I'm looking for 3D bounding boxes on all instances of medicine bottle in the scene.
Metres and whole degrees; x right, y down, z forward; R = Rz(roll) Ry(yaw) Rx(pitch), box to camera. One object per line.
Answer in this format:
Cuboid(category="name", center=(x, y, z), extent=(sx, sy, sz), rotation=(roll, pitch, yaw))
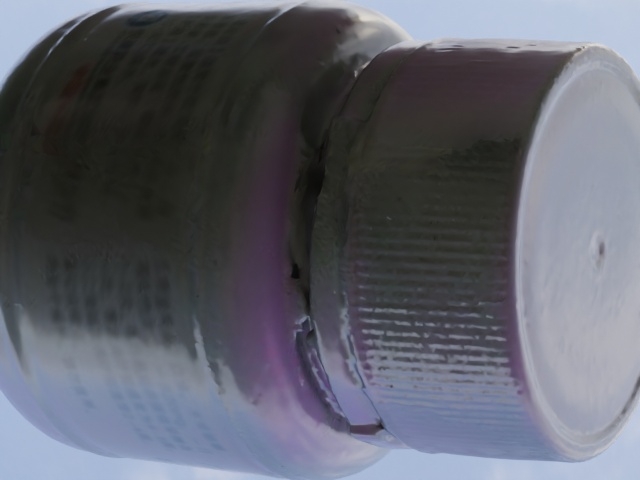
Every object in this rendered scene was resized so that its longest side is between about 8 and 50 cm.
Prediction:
Cuboid(category="medicine bottle", center=(0.000, 0.000, 0.994), extent=(0.302, 0.241, 0.241), rotation=(3, -118, 30))
